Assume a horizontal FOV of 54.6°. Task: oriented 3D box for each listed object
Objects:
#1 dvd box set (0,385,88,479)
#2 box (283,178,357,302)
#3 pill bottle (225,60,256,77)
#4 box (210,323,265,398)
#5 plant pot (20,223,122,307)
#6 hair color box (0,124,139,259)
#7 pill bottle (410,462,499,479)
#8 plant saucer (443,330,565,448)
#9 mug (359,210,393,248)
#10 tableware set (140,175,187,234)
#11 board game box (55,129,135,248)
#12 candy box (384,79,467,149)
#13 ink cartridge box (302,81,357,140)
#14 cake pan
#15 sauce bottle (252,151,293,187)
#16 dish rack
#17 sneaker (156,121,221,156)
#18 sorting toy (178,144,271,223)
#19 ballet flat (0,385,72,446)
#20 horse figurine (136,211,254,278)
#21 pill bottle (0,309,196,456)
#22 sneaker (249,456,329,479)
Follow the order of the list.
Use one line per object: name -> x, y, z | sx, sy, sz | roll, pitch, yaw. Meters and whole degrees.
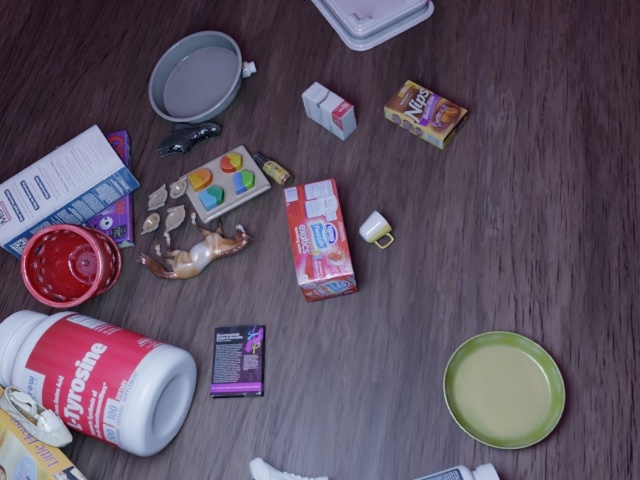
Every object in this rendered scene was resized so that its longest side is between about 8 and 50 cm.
dvd box set -> -0.651, 0.493, 1.257 | 0.420, 0.062, 0.307 | 36, 108, 20
box -> 0.000, 0.000, 1.448 | 0.128, 0.122, 0.256 | -12, 63, 3
pill bottle -> -0.227, -0.484, 1.768 | 0.083, 0.043, 0.043 | -16, 63, 1
box -> -0.184, 0.271, 1.398 | 0.116, 0.029, 0.162 | -3, 65, 7
plant pot -> -0.574, 0.058, 1.466 | 0.191, 0.174, 0.191 | 0, 88, 3
hair color box -> -0.660, -0.122, 1.575 | 0.347, 0.105, 0.174 | -35, 63, -9
pill bottle -> 0.252, 0.489, 1.176 | 0.180, 0.108, 0.108 | -18, 63, 1
plant saucer -> 0.376, 0.309, 1.285 | 0.241, 0.037, 0.241 | -3, 64, 7
mug -> 0.131, -0.023, 1.476 | 0.064, 0.062, 0.078 | -41, 58, -3
tableware set -> -0.395, -0.085, 1.578 | 0.141, 0.020, 0.168 | -19, 52, 25
board game box -> -0.604, -0.124, 1.651 | 0.208, 0.056, 0.346 | -11, 63, -1
candy box -> 0.271, -0.327, 1.607 | 0.187, 0.053, 0.109 | 34, 74, 23
ink cartridge box -> 0.025, -0.339, 1.625 | 0.135, 0.099, 0.056 | 38, 75, 23
cake pan -> -0.341, -0.449, 1.734 | 0.293, 0.054, 0.293 | -8, 67, 19
sauce bottle -> -0.126, -0.185, 1.607 | 0.128, 0.042, 0.042 | 37, 75, 24
dish rack -> 0.139, -0.728, 1.816 | 0.286, 0.072, 0.332 | -29, 62, -5
sneaker -> -0.355, -0.271, 1.682 | 0.170, 0.051, 0.089 | 3, 65, 16
sorting toy -> -0.249, -0.153, 1.582 | 0.193, 0.038, 0.208 | -30, 49, -8
ballet flat -> -0.558, 0.344, 1.215 | 0.168, 0.052, 0.057 | 30, 29, 5
horse figurine -> -0.309, 0.021, 1.522 | 0.263, 0.066, 0.174 | -33, 58, -10
pill bottle -> -0.494, 0.287, 1.328 | 0.408, 0.229, 0.229 | 15, 67, 16
sneaker -> -0.039, 0.504, 1.238 | 0.232, 0.090, 0.115 | 39, 69, 14
